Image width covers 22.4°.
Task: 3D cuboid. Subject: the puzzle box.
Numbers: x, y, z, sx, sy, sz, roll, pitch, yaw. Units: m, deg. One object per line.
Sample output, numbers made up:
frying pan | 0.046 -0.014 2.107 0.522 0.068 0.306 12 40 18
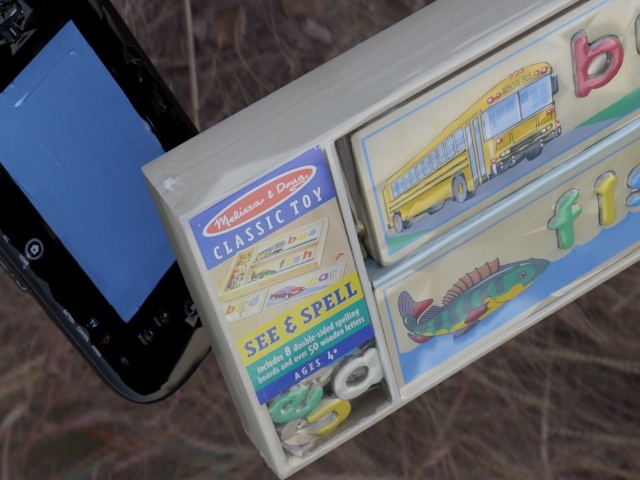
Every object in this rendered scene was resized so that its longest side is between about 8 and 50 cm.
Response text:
puzzle box | 0.108 -0.042 1.003 0.409 0.052 0.272 -31 140 -12

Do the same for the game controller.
game controller | -0.150 -0.043 1.037 0.067 0.166 0.319 -3 133 39
